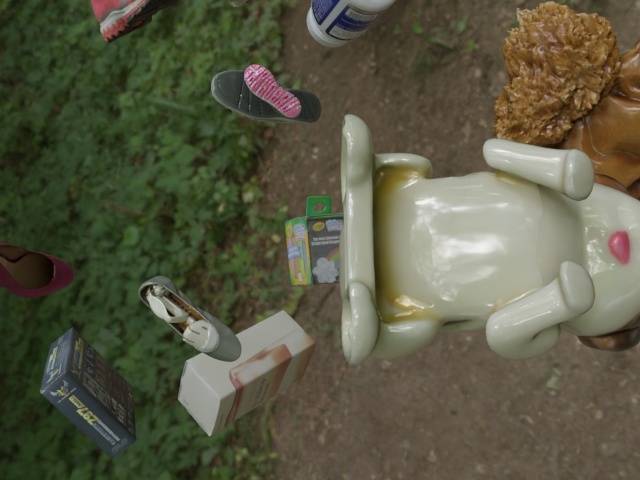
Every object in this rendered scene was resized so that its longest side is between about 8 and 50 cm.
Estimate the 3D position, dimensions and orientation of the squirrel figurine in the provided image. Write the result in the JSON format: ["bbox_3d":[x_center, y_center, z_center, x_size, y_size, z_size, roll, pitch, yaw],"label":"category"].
[{"bbox_3d":[0.501,-0.259,1.160,0.370,0.397,0.281,112,172,-47],"label":"squirrel figurine"}]

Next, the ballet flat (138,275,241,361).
[{"bbox_3d":[-0.232,0.144,1.192,0.072,0.213,0.068,-55,-12,18],"label":"ballet flat"}]

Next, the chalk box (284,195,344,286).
[{"bbox_3d":[0.000,0.000,1.662,0.132,0.133,0.212,-10,85,64],"label":"chalk box"}]

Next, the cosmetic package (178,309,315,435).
[{"bbox_3d":[-0.169,0.304,1.605,0.296,0.129,0.153,-25,-33,-39],"label":"cosmetic package"}]

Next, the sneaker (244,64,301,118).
[{"bbox_3d":[-0.109,-0.338,1.593,0.063,0.170,0.075,-49,-11,-1],"label":"sneaker"}]

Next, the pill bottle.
[{"bbox_3d":[0.066,-0.551,1.578,0.265,0.153,0.153,-18,51,70],"label":"pill bottle"}]

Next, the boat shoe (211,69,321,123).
[{"bbox_3d":[-0.152,-0.370,1.828,0.103,0.321,0.118,-5,83,55],"label":"boat shoe"}]

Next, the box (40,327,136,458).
[{"bbox_3d":[-0.427,0.278,1.278,0.059,0.183,0.233,-39,21,-6],"label":"box"}]

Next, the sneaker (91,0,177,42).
[{"bbox_3d":[-0.342,-0.450,1.202,0.116,0.136,0.314,-40,20,-31],"label":"sneaker"}]

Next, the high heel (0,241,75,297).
[{"bbox_3d":[-0.733,0.071,1.731,0.182,0.377,0.127,-14,81,27],"label":"high heel"}]

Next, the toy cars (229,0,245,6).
[{"bbox_3d":[-0.126,-0.682,1.751,0.394,0.087,0.176,-12,40,22],"label":"toy cars"}]

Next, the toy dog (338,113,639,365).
[{"bbox_3d":[0.229,0.036,0.861,0.395,0.408,0.284,88,-178,-67],"label":"toy dog"}]
